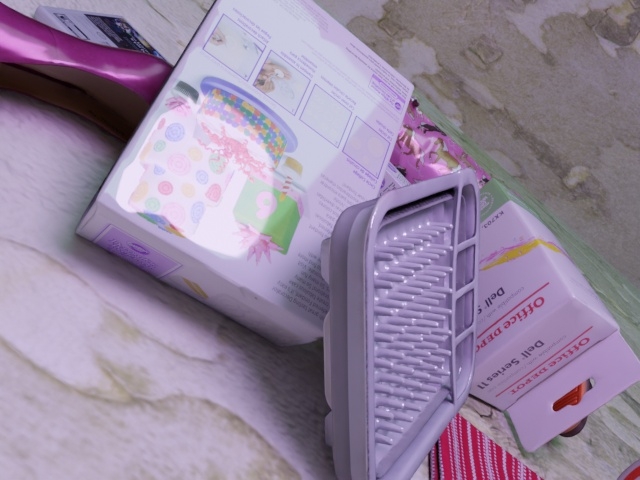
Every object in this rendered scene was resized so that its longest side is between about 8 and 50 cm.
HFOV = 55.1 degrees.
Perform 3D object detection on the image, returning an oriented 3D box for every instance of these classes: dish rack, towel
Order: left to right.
[{"bbox_3d":[0.089,0.076,0.632,0.072,0.286,0.332,5,12,27],"label":"dish rack"},{"bbox_3d":[0.230,0.312,0.689,0.274,0.031,0.199,39,23,-10],"label":"towel"}]

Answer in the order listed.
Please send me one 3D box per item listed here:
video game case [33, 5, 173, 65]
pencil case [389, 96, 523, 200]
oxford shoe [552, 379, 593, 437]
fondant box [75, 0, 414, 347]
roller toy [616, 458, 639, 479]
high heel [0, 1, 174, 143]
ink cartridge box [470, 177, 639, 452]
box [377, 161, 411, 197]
[{"bbox_3d":[-0.262,-0.242,0.837,0.190,0.022,0.173,44,24,3],"label":"video game case"},{"bbox_3d":[0.235,-0.129,1.239,0.386,0.167,0.160,44,39,4],"label":"pencil case"},{"bbox_3d":[0.410,0.250,0.998,0.098,0.097,0.271,50,24,1],"label":"oxford shoe"},{"bbox_3d":[-0.055,-0.094,0.628,0.238,0.096,0.331,33,59,-22],"label":"fondant box"},{"bbox_3d":[0.458,0.368,0.760,0.146,0.209,0.191,40,-11,-9],"label":"roller toy"},{"bbox_3d":[-0.258,-0.134,0.616,0.377,0.127,0.181,36,53,-27],"label":"high heel"},{"bbox_3d":[0.272,0.094,0.891,0.119,0.207,0.354,31,26,-29],"label":"ink cartridge box"},{"bbox_3d":[0.200,-0.010,1.107,0.324,0.067,0.063,47,23,-3],"label":"box"}]
